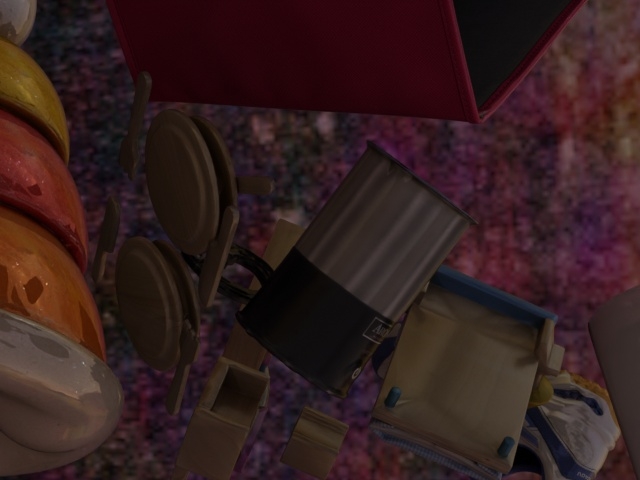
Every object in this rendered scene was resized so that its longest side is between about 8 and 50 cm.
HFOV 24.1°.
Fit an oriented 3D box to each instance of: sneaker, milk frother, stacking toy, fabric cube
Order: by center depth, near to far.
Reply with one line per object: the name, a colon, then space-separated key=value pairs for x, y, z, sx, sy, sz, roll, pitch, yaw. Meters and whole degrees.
milk frother: x=0.000 y=0.000 z=0.915 sx=0.135 sy=0.143 sz=0.129 roll=-53 pitch=174 yaw=2
fabric cube: x=0.018 y=-0.248 z=0.941 sx=0.254 sy=0.258 sz=0.259 roll=-48 pitch=133 yaw=-40
stacking toy: x=-0.313 y=-0.065 z=1.261 sx=0.350 sy=0.350 sz=0.480 roll=36 pitch=51 yaw=-46
sneaker: x=0.159 y=0.177 z=1.554 sx=0.131 sy=0.296 sz=0.112 roll=-60 pitch=141 yaw=-17

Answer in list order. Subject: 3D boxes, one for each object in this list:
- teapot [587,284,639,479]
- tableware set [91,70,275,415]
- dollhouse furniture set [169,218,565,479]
teapot: x=0.303 y=0.130 z=1.020 sx=0.256 sy=0.187 sz=0.253 roll=-24 pitch=96 yaw=-82
tableware set: x=-0.083 y=0.001 z=0.914 sx=0.039 sy=0.128 sz=0.194 roll=-14 pitch=144 yaw=-31
dollhouse furniture set: x=0.045 y=0.174 z=1.348 sx=0.286 sy=0.303 sz=0.198 roll=-68 pitch=180 yaw=-48
